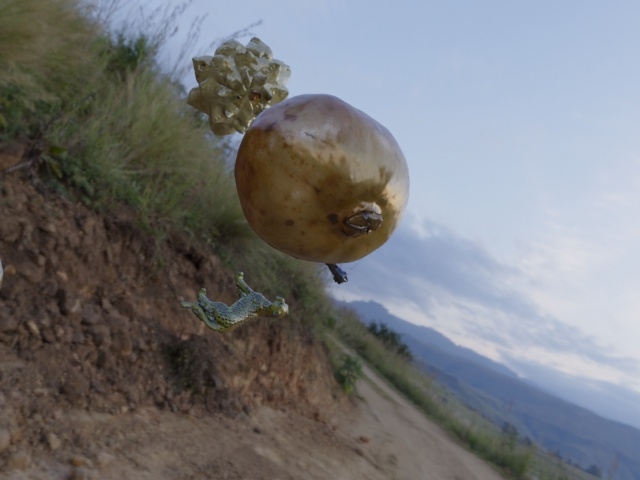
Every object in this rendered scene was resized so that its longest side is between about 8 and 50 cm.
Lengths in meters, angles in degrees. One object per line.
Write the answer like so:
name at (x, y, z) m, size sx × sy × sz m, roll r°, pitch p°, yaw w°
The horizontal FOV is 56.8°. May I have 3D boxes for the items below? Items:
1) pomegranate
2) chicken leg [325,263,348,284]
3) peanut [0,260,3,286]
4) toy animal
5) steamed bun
pomegranate at (0.005, -0.078, 0.801) m, size 0.248 × 0.248 × 0.248 m, roll 23°, pitch -10°, yaw 4°
chicken leg at (0.000, 0.000, 1.539) m, size 0.106 × 0.051 × 0.253 m, roll -14°, pitch -77°, yaw 63°
peanut at (-0.423, 0.013, 0.691) m, size 0.089 × 0.192 × 0.089 m, roll -1°, pitch 12°, yaw 0°
toy animal at (-0.173, 0.140, 1.191) m, size 0.181 × 0.073 × 0.136 m, roll -19°, pitch 46°, yaw -41°
steamed bun at (-0.223, -0.408, 1.635) m, size 0.295 × 0.292 × 0.137 m, roll 31°, pitch 18°, yaw -34°
